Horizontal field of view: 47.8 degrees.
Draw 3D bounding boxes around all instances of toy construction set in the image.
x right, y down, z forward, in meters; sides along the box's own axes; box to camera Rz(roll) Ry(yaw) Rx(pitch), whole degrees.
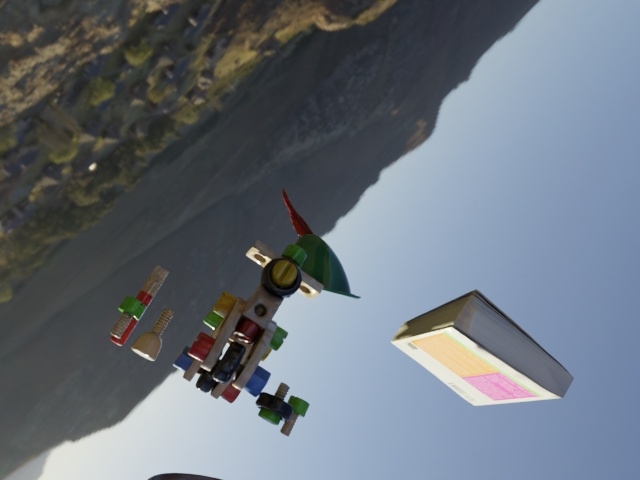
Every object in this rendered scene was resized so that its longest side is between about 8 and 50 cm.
[{"bbox_3d":[-0.140,0.105,1.101,0.237,0.308,0.257,-62,163,-21],"label":"toy construction set"}]

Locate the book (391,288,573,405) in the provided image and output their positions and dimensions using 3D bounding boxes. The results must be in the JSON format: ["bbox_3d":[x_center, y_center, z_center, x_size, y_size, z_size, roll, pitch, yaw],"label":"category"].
[{"bbox_3d":[0.120,0.094,0.571,0.035,0.096,0.144,-52,-178,-20],"label":"book"}]

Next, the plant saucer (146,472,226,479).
[{"bbox_3d":[-0.186,0.518,1.371,0.310,0.310,0.050,160,-53,-79],"label":"plant saucer"}]

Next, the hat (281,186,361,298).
[{"bbox_3d":[0.000,0.000,1.395,0.173,0.208,0.184,93,12,-86],"label":"hat"}]
